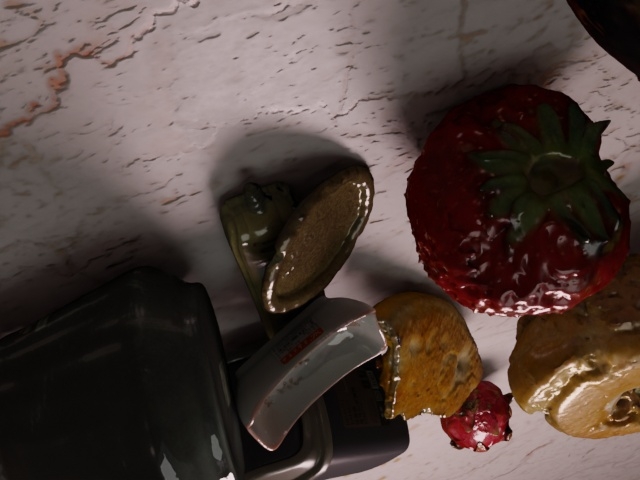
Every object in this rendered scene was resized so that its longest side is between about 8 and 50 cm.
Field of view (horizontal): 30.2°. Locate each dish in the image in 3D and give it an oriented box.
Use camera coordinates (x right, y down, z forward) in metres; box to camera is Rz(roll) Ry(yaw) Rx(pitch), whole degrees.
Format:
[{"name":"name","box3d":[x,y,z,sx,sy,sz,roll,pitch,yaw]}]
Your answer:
[{"name":"dish","box3d":[-0.023,0.154,1.486,0.212,0.077,0.151,-42,156,-8]}]

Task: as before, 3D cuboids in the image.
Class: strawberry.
[{"name":"strawberry","box3d":[0.203,-0.024,1.313,0.257,0.257,0.277,-12,161,-15]}]

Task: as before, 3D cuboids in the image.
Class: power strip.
[{"name":"power strip","box3d":[-0.049,0.033,1.431,0.092,0.066,0.387,-22,152,-3]}]

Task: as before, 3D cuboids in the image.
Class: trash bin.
[{"name":"trash bin","box3d":[-0.021,0.246,1.680,0.182,0.209,0.290,-33,155,34]}]

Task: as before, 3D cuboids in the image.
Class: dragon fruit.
[{"name":"dragon fruit","box3d":[0.267,0.304,2.050,0.136,0.133,0.166,19,-175,-1]}]

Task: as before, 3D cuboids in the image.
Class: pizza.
[{"name":"pizza","box3d":[0.144,0.168,1.694,0.074,0.182,0.365,11,176,31]}]

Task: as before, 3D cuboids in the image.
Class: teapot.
[{"name":"teapot","box3d":[-0.286,0.200,1.385,0.361,0.306,0.376,-11,-179,0]}]

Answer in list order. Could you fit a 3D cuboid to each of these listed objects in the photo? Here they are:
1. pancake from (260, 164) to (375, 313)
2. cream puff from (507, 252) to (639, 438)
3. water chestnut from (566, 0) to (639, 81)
[{"name":"pancake","box3d":[-0.001,-0.001,1.348,0.199,0.021,0.199,-45,155,-27]},{"name":"cream puff","box3d":[0.437,0.146,1.775,0.343,0.231,0.327,-7,148,-5]},{"name":"water chestnut","box3d":[0.359,-0.276,0.972,0.350,0.350,0.302,-32,-168,20]}]
